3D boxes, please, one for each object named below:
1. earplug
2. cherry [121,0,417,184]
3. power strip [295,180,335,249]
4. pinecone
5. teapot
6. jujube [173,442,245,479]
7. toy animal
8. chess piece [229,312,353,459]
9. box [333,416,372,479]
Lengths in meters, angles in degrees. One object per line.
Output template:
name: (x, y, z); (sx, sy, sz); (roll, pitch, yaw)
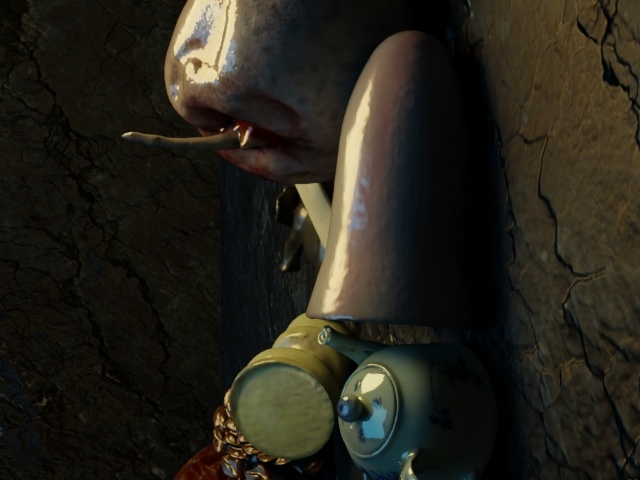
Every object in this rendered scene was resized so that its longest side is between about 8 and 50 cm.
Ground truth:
earplug: (0.081, -0.064, 1.102); (0.172, 0.172, 0.301); (167, 107, -77)
cherry: (-0.029, -0.232, 1.258); (0.326, 0.291, 0.334); (-14, -61, -79)
power strip: (0.045, -0.010, 1.349); (0.043, 0.106, 0.367); (-59, 23, 17)
pinecone: (-0.066, 0.312, 1.694); (0.208, 0.208, 0.207); (179, 90, -77)
teapot: (0.078, 0.172, 1.044); (0.232, 0.159, 0.159); (-120, 30, -44)
jujube: (-0.133, 0.507, 1.785); (0.377, 0.277, 0.276); (-109, 22, -58)
toy animal: (0.004, -0.002, 1.575); (0.245, 0.115, 0.146); (42, 142, 43)
chess piece: (-0.021, 0.178, 1.503); (0.251, 0.144, 0.144); (-54, -29, -66)
box: (0.061, 0.318, 1.424); (0.160, 0.050, 0.230); (117, 150, -64)
